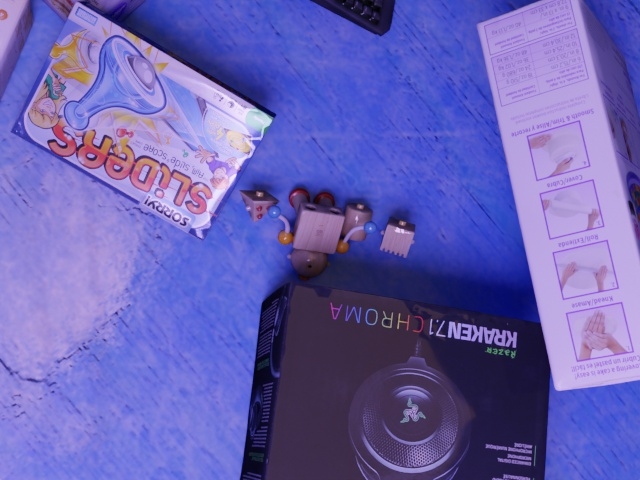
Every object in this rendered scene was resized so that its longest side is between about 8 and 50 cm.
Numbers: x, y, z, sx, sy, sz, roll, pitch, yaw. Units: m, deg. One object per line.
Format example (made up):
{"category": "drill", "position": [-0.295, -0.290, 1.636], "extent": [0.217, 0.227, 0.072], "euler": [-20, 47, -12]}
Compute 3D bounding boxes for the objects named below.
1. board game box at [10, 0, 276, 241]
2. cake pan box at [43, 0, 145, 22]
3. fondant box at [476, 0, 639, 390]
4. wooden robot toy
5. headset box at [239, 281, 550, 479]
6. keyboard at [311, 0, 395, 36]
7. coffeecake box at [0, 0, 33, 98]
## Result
{"category": "board game box", "position": [-0.161, -0.108, 0.813], "extent": [0.201, 0.035, 0.136], "euler": [29, 103, -6]}
{"category": "cake pan box", "position": [-0.230, -0.366, 0.869], "extent": [0.267, 0.070, 0.246], "euler": [45, 69, -2]}
{"category": "fondant box", "position": [0.257, -0.036, 0.832], "extent": [0.096, 0.238, 0.330], "euler": [-16, 78, 27]}
{"category": "wooden robot toy", "position": [0.000, 0.000, 0.859], "extent": [0.173, 0.076, 0.079], "euler": [10, 111, -12]}
{"category": "headset box", "position": [0.058, 0.201, 0.781], "extent": [0.247, 0.131, 0.282], "euler": [11, 76, -11]}
{"category": "keyboard", "position": [0.021, -0.389, 0.923], "extent": [0.202, 0.033, 0.317], "euler": [18, 72, -32]}
{"category": "coffeecake box", "position": [-0.359, -0.154, 0.786], "extent": [0.142, 0.068, 0.185], "euler": [20, 74, -9]}
